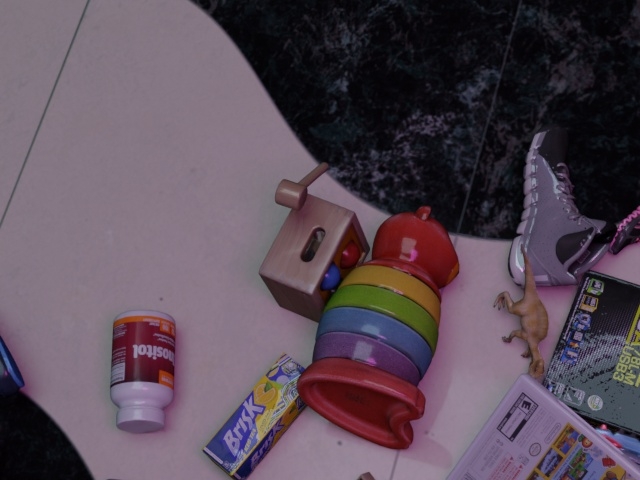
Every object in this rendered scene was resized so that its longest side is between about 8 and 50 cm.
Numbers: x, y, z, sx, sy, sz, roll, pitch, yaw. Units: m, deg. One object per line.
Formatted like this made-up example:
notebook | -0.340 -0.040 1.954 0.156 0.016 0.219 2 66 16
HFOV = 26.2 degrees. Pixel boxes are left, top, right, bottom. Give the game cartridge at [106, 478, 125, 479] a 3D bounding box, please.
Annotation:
game cartridge | -0.207 0.456 1.735 0.198 0.062 0.297 1 67 18

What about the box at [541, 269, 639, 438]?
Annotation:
box | 0.392 0.151 1.737 0.184 0.045 0.191 18 73 22

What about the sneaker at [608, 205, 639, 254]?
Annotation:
sneaker | 0.430 -0.017 1.805 0.119 0.047 0.057 -42 76 -6

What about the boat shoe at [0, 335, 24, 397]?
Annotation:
boat shoe | -0.497 0.137 1.917 0.089 0.109 0.258 -32 48 -16

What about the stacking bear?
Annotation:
stacking bear | 0.092 0.092 1.773 0.164 0.175 0.289 20 62 6

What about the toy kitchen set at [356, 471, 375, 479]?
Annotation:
toy kitchen set | 0.039 0.348 1.721 0.075 0.083 0.068 52 127 26

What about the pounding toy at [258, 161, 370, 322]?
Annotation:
pounding toy | 0.003 -0.010 1.803 0.094 0.206 0.181 22 73 20

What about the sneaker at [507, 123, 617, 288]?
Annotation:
sneaker | 0.331 -0.043 1.795 0.132 0.086 0.229 2 76 39

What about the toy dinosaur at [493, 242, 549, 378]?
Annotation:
toy dinosaur | 0.267 0.089 1.758 0.053 0.092 0.183 -7 96 -21

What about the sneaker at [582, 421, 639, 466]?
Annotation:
sneaker | 0.371 0.297 1.647 0.261 0.104 0.125 13 73 18

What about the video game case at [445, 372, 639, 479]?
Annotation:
video game case | 0.260 0.310 1.651 0.206 0.026 0.227 40 109 24

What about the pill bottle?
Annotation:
pill bottle | -0.238 0.176 1.843 0.086 0.086 0.152 -6 67 10

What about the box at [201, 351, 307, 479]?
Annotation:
box | -0.076 0.233 1.800 0.059 0.054 0.169 36 79 24
